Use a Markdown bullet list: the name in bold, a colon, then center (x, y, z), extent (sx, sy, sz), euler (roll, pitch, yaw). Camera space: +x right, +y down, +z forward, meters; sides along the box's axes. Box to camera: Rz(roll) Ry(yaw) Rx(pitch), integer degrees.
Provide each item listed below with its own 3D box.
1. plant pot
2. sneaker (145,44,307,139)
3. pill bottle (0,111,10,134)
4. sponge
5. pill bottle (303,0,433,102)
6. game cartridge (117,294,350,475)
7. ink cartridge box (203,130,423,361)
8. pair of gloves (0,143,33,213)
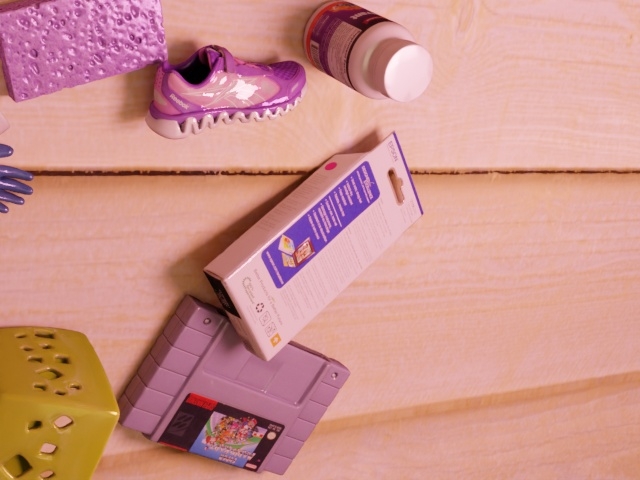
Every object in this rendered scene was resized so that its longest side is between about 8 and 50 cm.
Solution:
- **plant pot**: center (-0.422, 0.242, 1.366), extent (0.207, 0.227, 0.228), euler (18, 104, -32)
- **sneaker**: center (-0.123, -0.214, 1.390), extent (0.236, 0.095, 0.105), euler (-17, 127, -25)
- **pill bottle**: center (-0.514, -0.087, 1.146), extent (0.318, 0.176, 0.176), euler (-37, 130, -12)
- **sponge**: center (-0.297, -0.256, 1.296), extent (0.210, 0.031, 0.117), euler (-21, 126, -25)
- **pill bottle**: center (0.067, -0.258, 1.432), extent (0.108, 0.193, 0.108), euler (-16, 123, -27)
- **game cartridge**: center (-0.133, 0.247, 1.665), extent (0.355, 0.068, 0.230), euler (28, 93, -40)
- **ink cartridge box**: center (0.000, 0.000, 1.588), extent (0.371, 0.069, 0.176), euler (-41, 130, -22)
- **pair of gloves**: center (-0.458, -0.040, 1.313), extent (0.159, 0.023, 0.198), euler (18, 104, -41)
